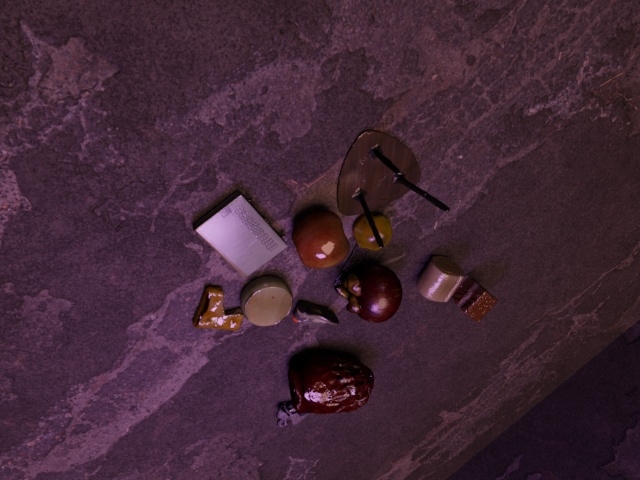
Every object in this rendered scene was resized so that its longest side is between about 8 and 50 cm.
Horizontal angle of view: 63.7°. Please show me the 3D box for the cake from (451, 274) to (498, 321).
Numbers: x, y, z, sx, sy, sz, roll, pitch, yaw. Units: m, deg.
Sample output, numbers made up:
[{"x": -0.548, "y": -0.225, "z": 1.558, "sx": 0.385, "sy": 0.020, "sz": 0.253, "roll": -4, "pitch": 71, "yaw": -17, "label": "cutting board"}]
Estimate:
[{"x": 0.639, "y": 0.239, "z": 2.166, "sx": 0.134, "sy": 0.147, "sz": 0.135, "roll": 33, "pitch": 105, "yaw": -39, "label": "cake"}]

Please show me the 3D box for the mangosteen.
[{"x": 0.173, "y": 0.189, "z": 1.884, "sx": 0.257, "sy": 0.215, "sz": 0.215, "roll": 13, "pitch": 117, "yaw": -24, "label": "mangosteen"}]

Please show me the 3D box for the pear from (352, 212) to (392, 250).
[{"x": 0.189, "y": -0.025, "z": 1.811, "sx": 0.141, "sy": 0.104, "sz": 0.141, "roll": -11, "pitch": 123, "yaw": -18, "label": "pear"}]

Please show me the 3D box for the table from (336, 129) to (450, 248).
[{"x": 0.246, "y": -0.157, "z": 1.645, "sx": 0.317, "sy": 0.249, "sz": 0.317, "roll": -12, "pitch": 127, "yaw": -16, "label": "table"}]

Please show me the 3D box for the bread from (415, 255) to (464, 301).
[{"x": 0.472, "y": 0.152, "z": 2.040, "sx": 0.148, "sy": 0.134, "sz": 0.141, "roll": 16, "pitch": 120, "yaw": -19, "label": "bread"}]

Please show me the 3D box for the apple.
[{"x": 0.000, "y": 0.000, "z": 1.686, "sx": 0.174, "sy": 0.188, "sz": 0.188, "roll": -23, "pitch": 129, "yaw": 1, "label": "apple"}]

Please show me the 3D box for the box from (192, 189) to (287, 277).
[{"x": -0.249, "y": -0.018, "z": 1.654, "sx": 0.211, "sy": 0.045, "sz": 0.270, "roll": -38, "pitch": 129, "yaw": 4, "label": "box"}]

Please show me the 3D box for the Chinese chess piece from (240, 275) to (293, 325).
[{"x": -0.190, "y": 0.214, "z": 1.824, "sx": 0.188, "sy": 0.083, "sz": 0.188, "roll": -10, "pitch": 125, "yaw": -14, "label": "Chinese chess piece"}]

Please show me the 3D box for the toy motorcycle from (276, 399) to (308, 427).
[{"x": -0.103, "y": 0.723, "z": 2.224, "sx": 0.215, "sy": 0.080, "sz": 0.122, "roll": -30, "pitch": 132, "yaw": -8, "label": "toy motorcycle"}]

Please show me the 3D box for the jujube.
[{"x": 0.040, "y": 0.592, "z": 2.098, "sx": 0.376, "sy": 0.258, "sz": 0.258, "roll": 13, "pitch": 117, "yaw": -23, "label": "jujube"}]

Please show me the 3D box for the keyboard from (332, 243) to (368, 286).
[{"x": 0.115, "y": 0.098, "z": 1.918, "sx": 0.061, "sy": 0.013, "sz": 0.204, "roll": 15, "pitch": 116, "yaw": -31, "label": "keyboard"}]

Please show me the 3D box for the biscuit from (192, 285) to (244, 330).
[{"x": -0.341, "y": 0.244, "z": 1.803, "sx": 0.183, "sy": 0.039, "sz": 0.174, "roll": 14, "pitch": 114, "yaw": -32, "label": "biscuit"}]

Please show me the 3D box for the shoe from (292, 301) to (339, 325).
[{"x": -0.021, "y": 0.293, "z": 1.965, "sx": 0.194, "sy": 0.074, "sz": 0.077, "roll": 22, "pitch": 123, "yaw": -32, "label": "shoe"}]
